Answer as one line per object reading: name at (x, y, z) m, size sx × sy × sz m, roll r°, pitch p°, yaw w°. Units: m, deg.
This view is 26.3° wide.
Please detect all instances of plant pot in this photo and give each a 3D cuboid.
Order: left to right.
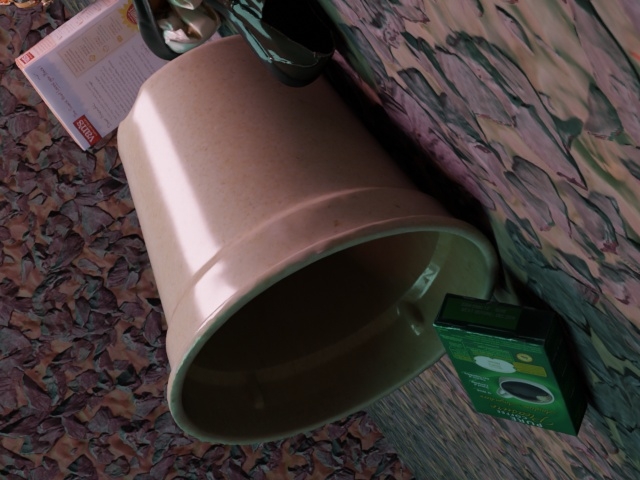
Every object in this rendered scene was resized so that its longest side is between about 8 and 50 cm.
plant pot at (-0.046, -0.021, 1.333) m, size 0.305 × 0.334 × 0.334 m, roll 61°, pitch 179°, yaw 29°

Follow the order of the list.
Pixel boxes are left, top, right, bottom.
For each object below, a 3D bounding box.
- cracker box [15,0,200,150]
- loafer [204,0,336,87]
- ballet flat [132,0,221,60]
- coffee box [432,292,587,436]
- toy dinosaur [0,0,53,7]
cracker box at (-0.303, -0.264, 2.000) m, size 0.156 × 0.232 × 0.067 m, roll 57°, pitch 172°, yaw -30°
loafer at (-0.058, -0.235, 1.216) m, size 0.220 × 0.080 × 0.078 m, roll 44°, pitch 153°, yaw -18°
ballet flat at (-0.181, -0.288, 1.665) m, size 0.096 × 0.095 × 0.280 m, roll 36°, pitch 167°, yaw 25°
coffee box at (0.184, 0.119, 1.306) m, size 0.113 × 0.040 × 0.184 m, roll 9°, pitch 150°, yaw 29°
toy dinosaur at (-0.420, -0.416, 1.999) m, size 0.322 × 0.218 × 0.164 m, roll 7°, pitch 139°, yaw 14°
